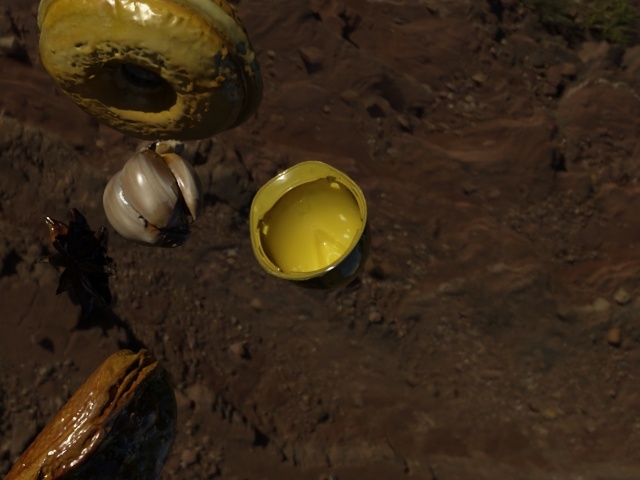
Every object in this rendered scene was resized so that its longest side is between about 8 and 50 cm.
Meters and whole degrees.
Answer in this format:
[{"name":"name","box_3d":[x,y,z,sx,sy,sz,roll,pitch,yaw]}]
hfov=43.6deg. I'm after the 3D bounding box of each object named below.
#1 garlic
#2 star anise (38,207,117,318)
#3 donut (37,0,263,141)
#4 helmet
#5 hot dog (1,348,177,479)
[{"name":"garlic","box_3d":[-0.326,-0.070,1.485,0.214,0.191,0.160,-33,153,32]},{"name":"star anise","box_3d":[-0.531,0.042,1.817,0.103,0.272,0.271,-22,133,-50]},{"name":"donut","box_3d":[-0.323,-0.348,1.540,0.449,0.198,0.449,12,150,7]},{"name":"helmet","box_3d":[0.000,0.000,1.352,0.205,0.257,0.140,-32,133,3]},{"name":"hot dog","box_3d":[-0.291,0.272,1.042,0.272,0.122,0.196,-47,145,-12]}]
